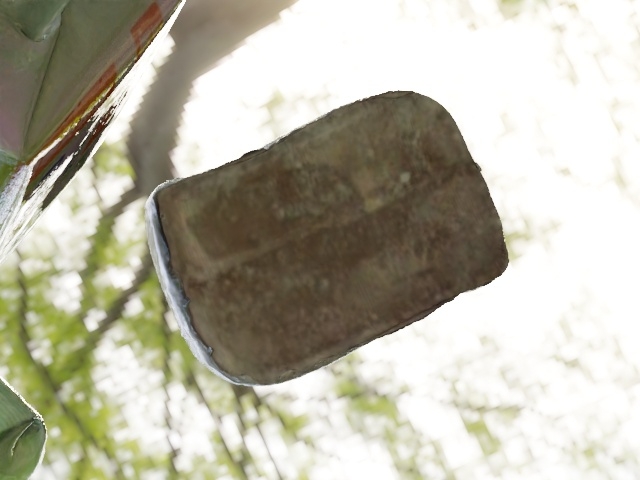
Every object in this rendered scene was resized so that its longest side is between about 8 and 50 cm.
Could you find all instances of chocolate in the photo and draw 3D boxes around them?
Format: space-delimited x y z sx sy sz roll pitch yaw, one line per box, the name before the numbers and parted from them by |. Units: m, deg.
chocolate | 0.000 0.000 1.595 0.303 0.100 0.185 -24 -91 -27

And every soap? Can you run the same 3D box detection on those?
soap | -0.184 -0.084 1.040 0.138 0.199 0.182 37 -127 -1

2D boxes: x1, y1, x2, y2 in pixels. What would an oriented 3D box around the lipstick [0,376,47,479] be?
lipstick | -0.285 0.043 1.212 0.304 0.076 0.076 43 -164 21
